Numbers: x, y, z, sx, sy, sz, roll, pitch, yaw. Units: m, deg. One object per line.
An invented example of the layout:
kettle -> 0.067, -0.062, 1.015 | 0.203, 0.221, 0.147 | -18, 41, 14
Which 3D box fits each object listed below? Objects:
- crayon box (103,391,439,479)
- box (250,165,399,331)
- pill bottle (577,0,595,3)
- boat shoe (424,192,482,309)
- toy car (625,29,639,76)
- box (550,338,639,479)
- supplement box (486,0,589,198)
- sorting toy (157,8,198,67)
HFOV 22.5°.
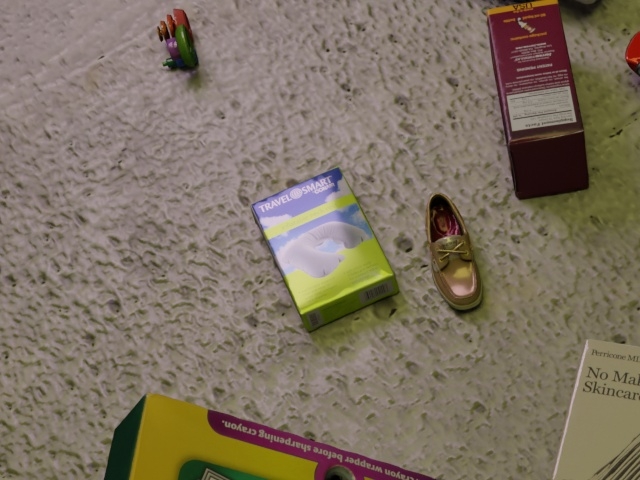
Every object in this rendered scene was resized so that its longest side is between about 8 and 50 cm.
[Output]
crayon box -> -0.020, 0.331, 1.339 | 0.363, 0.106, 0.313 | 19, 57, -16
box -> 0.000, 0.000, 1.707 | 0.109, 0.042, 0.178 | -24, 55, -4
pill bottle -> 0.225, -0.347, 1.842 | 0.221, 0.124, 0.124 | 27, 66, 27
boat shoe -> 0.133, 0.010, 1.666 | 0.050, 0.045, 0.135 | -18, 54, 1
toy car -> 0.452, -0.139, 1.691 | 0.239, 0.053, 0.225 | -8, 55, 9
box -> 0.264, 0.233, 1.454 | 0.113, 0.094, 0.275 | 7, 59, 17
supplement box -> 0.231, -0.152, 1.718 | 0.081, 0.104, 0.188 | -9, 55, 6
sorting toy -> -0.172, -0.231, 1.894 | 0.042, 0.061, 0.102 | -16, 31, 3
